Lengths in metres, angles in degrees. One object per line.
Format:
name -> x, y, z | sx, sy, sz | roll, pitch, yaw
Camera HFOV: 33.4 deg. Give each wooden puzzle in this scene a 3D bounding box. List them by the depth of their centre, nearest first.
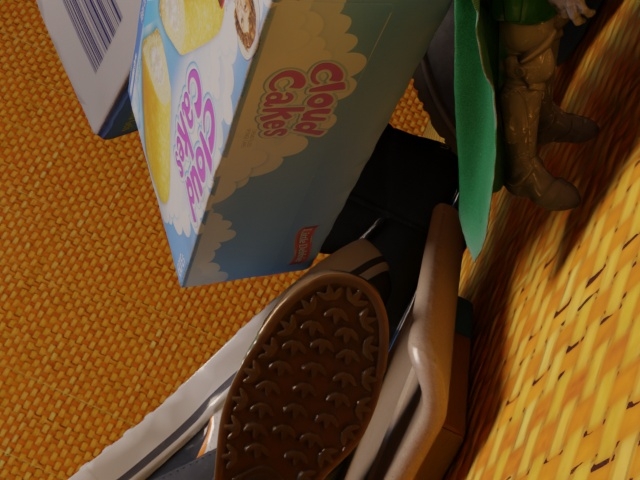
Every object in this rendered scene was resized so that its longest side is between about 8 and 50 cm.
wooden puzzle -> 0.035, 0.120, 0.579 | 0.221, 0.044, 0.238 | -64, -6, -68

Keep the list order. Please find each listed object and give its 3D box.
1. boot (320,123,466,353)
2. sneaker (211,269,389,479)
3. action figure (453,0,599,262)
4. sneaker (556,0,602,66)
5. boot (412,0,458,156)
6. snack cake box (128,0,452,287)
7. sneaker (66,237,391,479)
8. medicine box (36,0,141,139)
boot -> 0.000, 0.000, 0.853 | 0.094, 0.207, 0.246 | -63, -3, -72
sneaker -> -0.020, 0.101, 0.509 | 0.086, 0.064, 0.192 | -109, 36, -84
action figure -> 0.079, -0.118, 0.415 | 0.232, 0.064, 0.137 | 73, -151, -43
sneaker -> 0.161, -0.220, 0.666 | 0.081, 0.091, 0.232 | -64, -2, -53
boot -> 0.132, -0.153, 0.618 | 0.076, 0.189, 0.208 | -26, 1, -41
snack cake box -> -0.034, -0.102, 0.571 | 0.264, 0.089, 0.152 | 117, 140, -57
sneaker -> -0.048, 0.137, 0.649 | 0.321, 0.127, 0.126 | -42, -7, -24
medicine box -> -0.045, -0.223, 0.820 | 0.289, 0.149, 0.263 | -22, -5, -25
